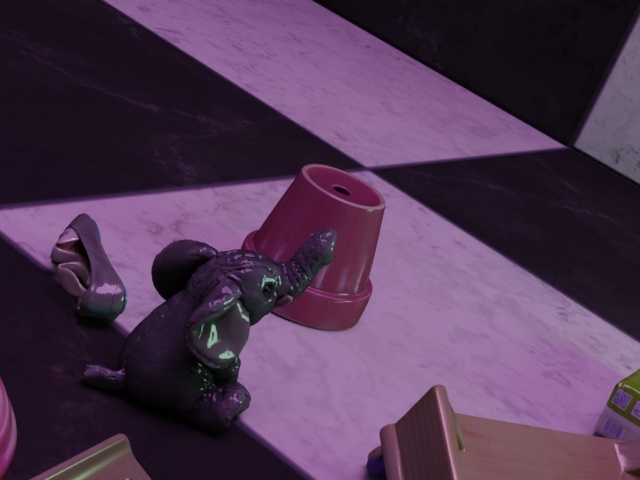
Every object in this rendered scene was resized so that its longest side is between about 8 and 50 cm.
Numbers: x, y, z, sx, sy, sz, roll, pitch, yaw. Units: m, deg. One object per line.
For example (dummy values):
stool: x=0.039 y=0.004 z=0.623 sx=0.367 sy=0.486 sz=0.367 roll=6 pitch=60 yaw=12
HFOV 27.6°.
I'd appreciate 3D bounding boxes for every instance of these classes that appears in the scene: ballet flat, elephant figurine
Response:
ballet flat: x=-0.300 y=0.025 z=1.621 sx=0.068 sy=0.072 sz=0.213 roll=6 pitch=27 yaw=-30
elephant figurine: x=-0.118 y=0.074 z=1.455 sx=0.169 sy=0.239 sz=0.186 roll=29 pitch=21 yaw=13

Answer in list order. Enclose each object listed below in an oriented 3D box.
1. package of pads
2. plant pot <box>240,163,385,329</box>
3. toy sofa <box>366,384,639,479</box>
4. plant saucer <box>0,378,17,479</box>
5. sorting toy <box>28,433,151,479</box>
package of pads: x=0.556 y=0.270 z=1.898 sx=0.229 sy=0.101 sz=0.296 roll=32 pitch=23 yaw=24
plant pot: x=0.000 y=0.000 z=1.846 sx=0.201 sy=0.180 sz=0.201 roll=21 pitch=20 yaw=-8
toy sofa: x=0.241 y=0.293 z=1.485 sx=0.362 sy=0.177 sz=0.150 roll=13 pitch=48 yaw=-26
plant saucer: x=-0.416 y=0.118 z=1.115 sx=0.332 sy=0.084 sz=0.332 roll=22 pitch=21 yaw=-9
sorting toy: x=-0.187 y=0.297 z=1.031 sx=0.229 sy=0.041 sz=0.307 roll=55 pitch=27 yaw=7
